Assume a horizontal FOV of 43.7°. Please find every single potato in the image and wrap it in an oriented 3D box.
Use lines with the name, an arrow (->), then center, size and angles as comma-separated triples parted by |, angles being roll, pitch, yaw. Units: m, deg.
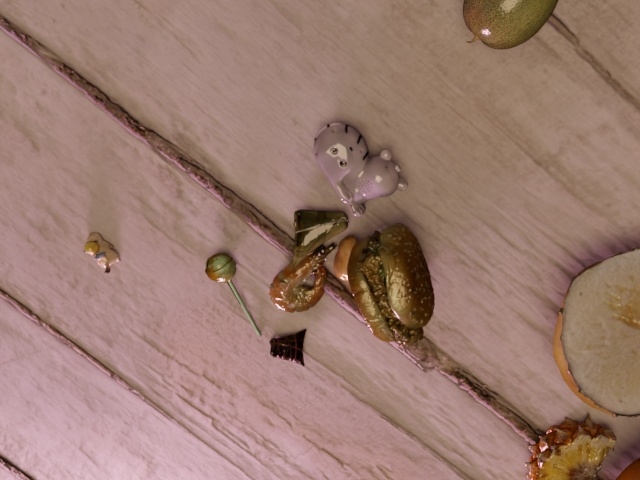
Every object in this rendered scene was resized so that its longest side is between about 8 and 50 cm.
potato -> 0.543, 0.165, 1.435 | 0.246, 0.196, 0.299 | 25, 84, 13
potato -> 0.054, 0.035, 1.515 | 0.068, 0.062, 0.083 | 9, 118, 43

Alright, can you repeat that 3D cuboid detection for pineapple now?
pineapple -> 0.473, 0.442, 1.597 | 0.135, 0.079, 0.233 | 25, 106, -10

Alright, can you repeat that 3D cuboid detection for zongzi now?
zongzi -> -0.057, 0.226, 1.609 | 0.083, 0.067, 0.073 | -17, 100, -4
zongzi -> 0.000, 0.000, 1.504 | 0.104, 0.052, 0.113 | 4, 89, 12

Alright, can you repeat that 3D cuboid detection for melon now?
melon -> 0.304, -0.387, 1.283 | 0.139, 0.139, 0.192 | 39, 106, -7

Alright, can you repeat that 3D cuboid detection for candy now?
candy -> -0.166, 0.112, 1.591 | 0.061, 0.061, 0.202 | -20, 114, 15

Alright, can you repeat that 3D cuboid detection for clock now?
clock -> 0.070, -0.142, 1.439 | 0.117, 0.080, 0.176 | -30, 104, 18

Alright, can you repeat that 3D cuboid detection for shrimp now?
shrimp -> -0.026, 0.074, 1.553 | 0.099, 0.041, 0.180 | 39, 110, -8

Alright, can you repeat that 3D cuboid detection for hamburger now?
hamburger -> 0.142, 0.081, 1.450 | 0.122, 0.189, 0.215 | -18, 95, 22

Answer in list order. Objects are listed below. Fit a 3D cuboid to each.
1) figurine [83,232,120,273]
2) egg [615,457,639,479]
figurine -> -0.441, 0.026, 1.594 | 0.047, 0.050, 0.083 | -38, 101, 13
egg -> 0.674, 0.554, 1.494 | 0.283, 0.282, 0.351 | 6, 114, 6
